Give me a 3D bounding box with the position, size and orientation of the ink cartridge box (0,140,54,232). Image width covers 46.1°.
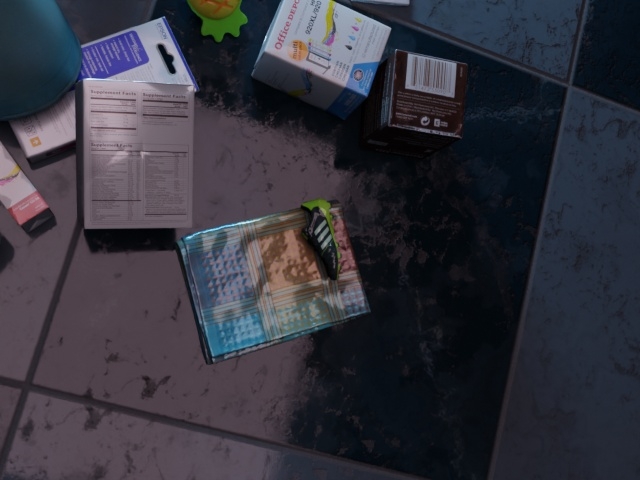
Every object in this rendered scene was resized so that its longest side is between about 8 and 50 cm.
[{"bbox_3d":[-0.597,-0.118,1.430,0.067,0.115,0.198,-37,94,-16],"label":"ink cartridge box"}]

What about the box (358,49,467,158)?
[{"bbox_3d":[0.196,-0.287,1.624,0.168,0.203,0.167,7,81,-14],"label":"box"}]

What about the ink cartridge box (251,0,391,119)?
[{"bbox_3d":[-0.003,-0.399,1.601,0.233,0.168,0.171,22,79,-11],"label":"ink cartridge box"}]

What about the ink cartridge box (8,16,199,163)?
[{"bbox_3d":[-0.451,-0.307,1.521,0.371,0.069,0.175,-25,89,-14],"label":"ink cartridge box"}]

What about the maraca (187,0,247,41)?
[{"bbox_3d":[-0.223,-0.519,1.598,0.127,0.099,0.185,-20,114,-11],"label":"maraca"}]

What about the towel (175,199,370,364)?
[{"bbox_3d":[-0.095,0.079,1.583,0.370,0.040,0.271,-15,88,-17],"label":"towel"}]

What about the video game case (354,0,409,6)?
[{"bbox_3d":[0.136,-0.627,1.748,0.143,0.019,0.157,1,84,-15],"label":"video game case"}]

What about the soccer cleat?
[{"bbox_3d":[0.000,0.000,1.580,0.072,0.060,0.179,-9,78,-9],"label":"soccer cleat"}]

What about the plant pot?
[{"bbox_3d":[-0.597,-0.401,1.348,0.272,0.255,0.271,0,62,-1],"label":"plant pot"}]

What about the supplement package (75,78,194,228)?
[{"bbox_3d":[-0.354,-0.164,1.418,0.198,0.199,0.262,-1,99,-22],"label":"supplement package"}]
